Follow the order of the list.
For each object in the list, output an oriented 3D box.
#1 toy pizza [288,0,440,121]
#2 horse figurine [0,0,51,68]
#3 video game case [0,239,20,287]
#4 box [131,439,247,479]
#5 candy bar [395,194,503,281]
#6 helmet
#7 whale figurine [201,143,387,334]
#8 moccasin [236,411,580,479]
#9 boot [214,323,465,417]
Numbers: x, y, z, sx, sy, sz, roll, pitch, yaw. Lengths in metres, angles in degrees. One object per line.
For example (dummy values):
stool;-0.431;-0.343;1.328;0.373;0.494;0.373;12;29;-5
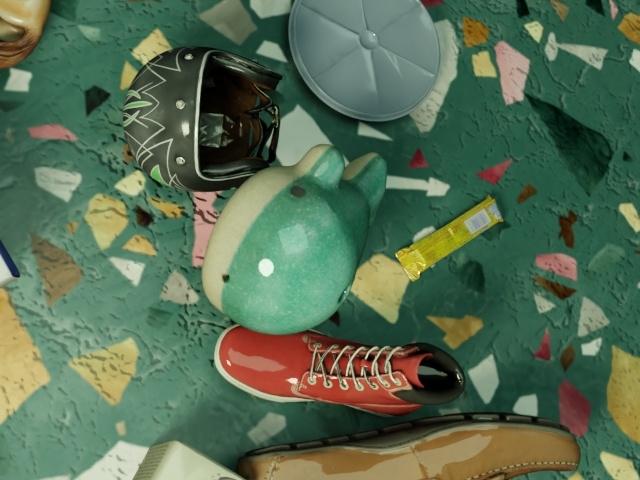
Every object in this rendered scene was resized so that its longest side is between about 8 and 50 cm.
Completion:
toy pizza;0.053;-0.238;1.332;0.201;0.032;0.201;5;75;-20
horse figurine;-0.352;-0.288;1.170;0.174;0.066;0.263;-6;76;-17
video game case;-0.456;-0.022;1.015;0.244;0.061;0.270;-30;92;-9
box;-0.180;0.334;1.046;0.094;0.113;0.275;33;68;-12
candy bar;0.161;-0.006;1.320;0.161;0.018;0.040;-31;92;-26
helmet;-0.130;-0.128;1.154;0.161;0.169;0.169;6;74;-29
whale figurine;0.000;0.000;1.154;0.141;0.216;0.272;35;37;22
moccasin;0.103;0.265;1.159;0.380;0.139;0.147;-6;79;-22
boot;0.020;0.127;1.143;0.244;0.176;0.088;14;73;-16
